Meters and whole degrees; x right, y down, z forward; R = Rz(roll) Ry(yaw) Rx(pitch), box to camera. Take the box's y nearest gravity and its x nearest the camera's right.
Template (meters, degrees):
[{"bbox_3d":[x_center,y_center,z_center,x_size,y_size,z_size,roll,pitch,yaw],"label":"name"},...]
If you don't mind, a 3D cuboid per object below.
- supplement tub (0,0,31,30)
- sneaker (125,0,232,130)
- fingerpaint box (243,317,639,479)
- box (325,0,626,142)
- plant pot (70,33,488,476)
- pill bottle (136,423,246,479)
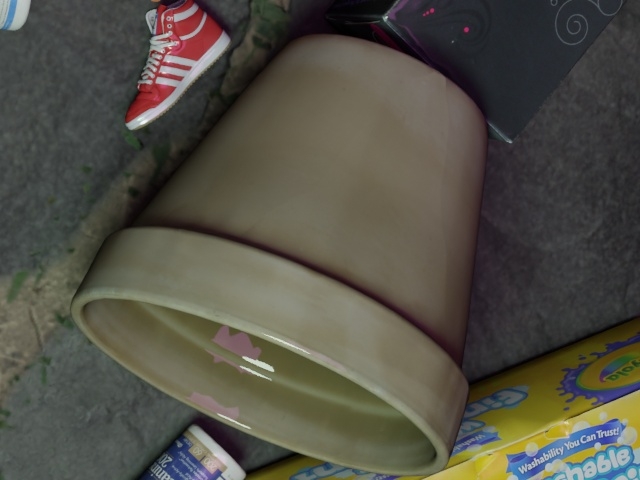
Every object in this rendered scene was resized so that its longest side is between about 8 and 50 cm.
[{"bbox_3d":[-0.284,-0.204,1.349,0.107,0.071,0.071,4,97,-23],"label":"supplement tub"},{"bbox_3d":[-0.134,-0.151,1.431,0.118,0.042,0.067,-48,116,-16],"label":"sneaker"},{"bbox_3d":[0.184,0.323,1.567,0.444,0.163,0.371,-21,106,-18],"label":"fingerpaint box"},{"bbox_3d":[0.163,-0.240,1.480,0.165,0.143,0.270,41,83,-21],"label":"box"},{"bbox_3d":[0.000,0.000,1.393,0.323,0.323,0.280,32,68,-23],"label":"plant pot"},{"bbox_3d":[-0.127,0.222,1.480,0.120,0.067,0.067,-46,111,-9],"label":"pill bottle"}]
